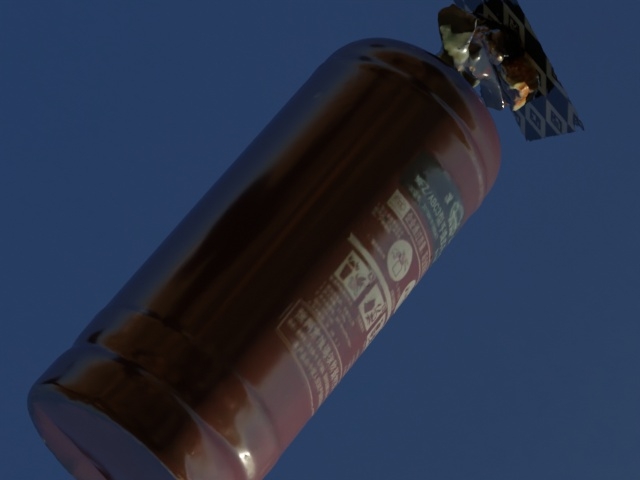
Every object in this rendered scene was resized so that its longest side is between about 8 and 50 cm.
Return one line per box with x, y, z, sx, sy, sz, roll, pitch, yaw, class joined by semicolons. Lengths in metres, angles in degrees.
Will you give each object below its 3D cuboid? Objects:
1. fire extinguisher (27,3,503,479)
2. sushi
0.000;0.000;0.933;0.114;0.135;0.337;28;-119;21;fire extinguisher
0.125;-0.121;1.261;0.026;0.120;0.126;-29;-86;-12;sushi
